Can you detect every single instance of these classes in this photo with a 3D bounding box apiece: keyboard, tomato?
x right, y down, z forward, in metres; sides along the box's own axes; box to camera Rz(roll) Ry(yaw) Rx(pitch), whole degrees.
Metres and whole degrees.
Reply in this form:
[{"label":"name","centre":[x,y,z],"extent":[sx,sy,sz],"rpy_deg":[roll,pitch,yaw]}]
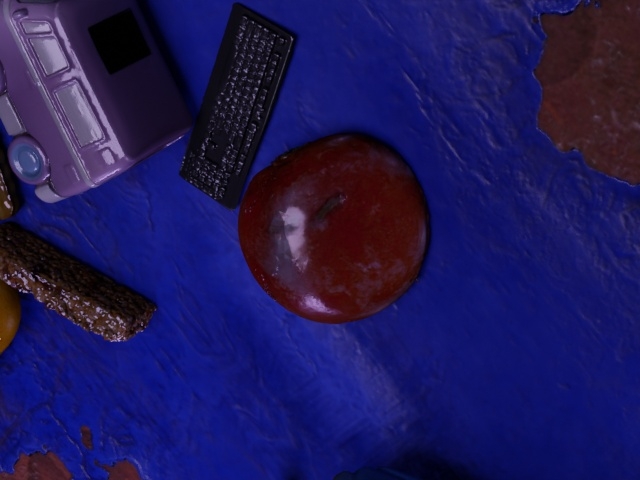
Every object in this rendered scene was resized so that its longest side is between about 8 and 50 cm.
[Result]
[{"label":"keyboard","centre":[-0.082,-0.123,1.849],"extent":[0.074,0.015,0.196],"rpy_deg":[31,121,16]},{"label":"tomato","centre":[0.000,0.000,1.802],"extent":[0.189,0.099,0.173],"rpy_deg":[-24,95,33]}]

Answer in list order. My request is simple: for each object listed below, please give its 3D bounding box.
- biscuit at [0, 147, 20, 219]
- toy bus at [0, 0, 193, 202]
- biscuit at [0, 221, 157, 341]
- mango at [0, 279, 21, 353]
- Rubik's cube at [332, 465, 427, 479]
[{"label":"biscuit","centre":[-0.413,-0.130,2.026],"extent":[0.172,0.029,0.254],"rpy_deg":[-12,104,33]},{"label":"toy bus","centre":[-0.229,-0.154,1.847],"extent":[0.142,0.142,0.202],"rpy_deg":[-19,101,39]},{"label":"biscuit","centre":[-0.264,0.041,1.990],"extent":[0.199,0.064,0.034],"rpy_deg":[28,122,16]},{"label":"mango","centre":[-0.380,0.088,2.063],"extent":[0.115,0.090,0.178],"rpy_deg":[39,132,2]},{"label":"Rubik's cube","centre":[0.092,0.454,1.753],"extent":[0.351,0.352,0.347],"rpy_deg":[20,117,3]}]
